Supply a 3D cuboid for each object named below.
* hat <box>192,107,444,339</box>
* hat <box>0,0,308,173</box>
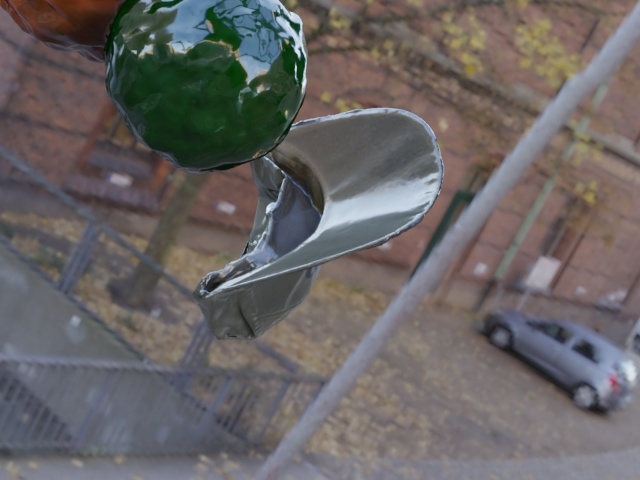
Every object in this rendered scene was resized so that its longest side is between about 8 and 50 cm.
[{"bbox_3d":[0.000,0.000,1.143,0.245,0.214,0.149,0,-43,20],"label":"hat"},{"bbox_3d":[-0.141,-0.209,0.904,0.285,0.285,0.400,15,58,-50],"label":"hat"}]
